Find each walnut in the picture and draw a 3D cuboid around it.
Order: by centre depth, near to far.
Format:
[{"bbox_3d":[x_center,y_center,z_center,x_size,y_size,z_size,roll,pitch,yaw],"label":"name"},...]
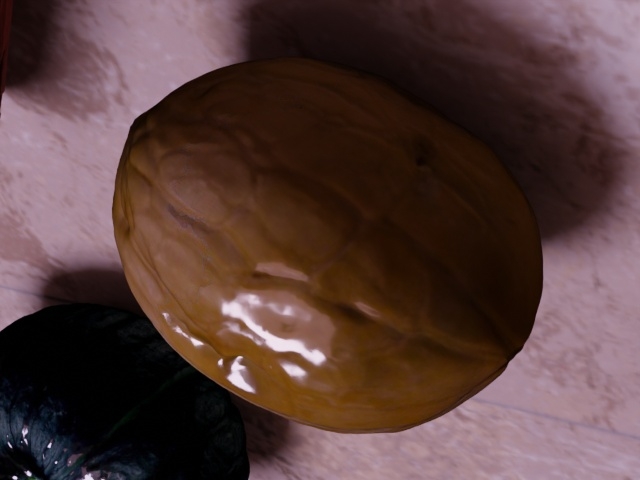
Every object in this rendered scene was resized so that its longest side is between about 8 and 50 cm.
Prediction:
[{"bbox_3d":[0.000,0.000,0.850,0.207,0.167,0.167,30,146,10],"label":"walnut"}]

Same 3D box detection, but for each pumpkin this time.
[{"bbox_3d":[-0.132,0.130,1.141,0.202,0.140,0.202,17,121,30],"label":"pumpkin"}]

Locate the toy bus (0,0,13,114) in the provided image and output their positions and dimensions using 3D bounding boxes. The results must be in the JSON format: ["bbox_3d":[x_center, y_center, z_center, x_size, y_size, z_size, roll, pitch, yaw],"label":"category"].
[{"bbox_3d":[-0.241,-0.138,0.822,0.233,0.203,0.427,10,146,-7],"label":"toy bus"}]
